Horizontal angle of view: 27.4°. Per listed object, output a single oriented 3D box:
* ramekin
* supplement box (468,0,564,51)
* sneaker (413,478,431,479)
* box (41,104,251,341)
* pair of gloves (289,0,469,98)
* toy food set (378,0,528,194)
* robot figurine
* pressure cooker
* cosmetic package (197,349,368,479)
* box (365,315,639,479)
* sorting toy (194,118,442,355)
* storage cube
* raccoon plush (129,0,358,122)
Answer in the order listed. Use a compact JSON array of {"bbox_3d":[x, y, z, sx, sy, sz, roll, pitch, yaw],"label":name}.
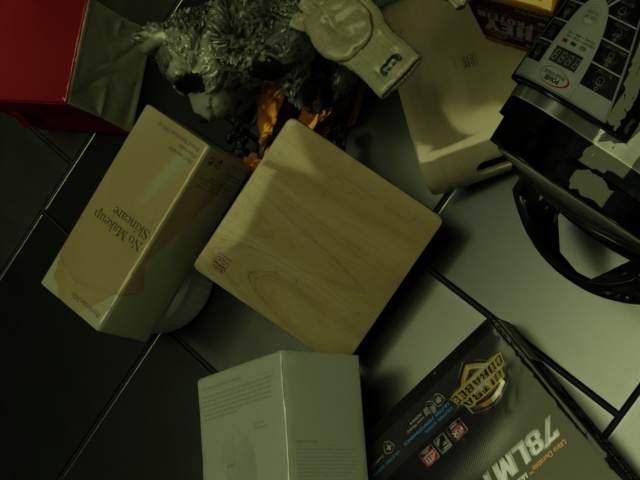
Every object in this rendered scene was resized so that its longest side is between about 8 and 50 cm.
[{"bbox_3d":[-0.263,0.050,2.040,0.207,0.109,0.207,-8,74,28],"label":"ramekin"},{"bbox_3d":[0.293,-0.365,1.712,0.129,0.191,0.194,21,84,21],"label":"supplement box"},{"bbox_3d":[0.116,0.335,1.730,0.083,0.031,0.035,-11,60,25],"label":"sneaker"},{"bbox_3d":[-0.255,-0.022,1.917,0.148,0.121,0.311,33,95,30],"label":"box"},{"bbox_3d":[0.089,-0.317,1.653,0.204,0.042,0.240,39,94,26],"label":"pair of gloves"},{"bbox_3d":[0.222,-0.238,1.857,0.219,0.092,0.306,-18,71,13],"label":"toy food set"},{"bbox_3d":[-0.028,-0.192,1.977,0.211,0.085,0.291,16,86,32],"label":"robot figurine"},{"bbox_3d":[0.413,-0.126,1.550,0.375,0.370,0.420,36,98,13],"label":"pressure cooker"},{"bbox_3d":[-0.054,0.282,1.807,0.224,0.138,0.225,-24,66,51],"label":"cosmetic package"},{"bbox_3d":[0.221,0.304,1.730,0.295,0.073,0.293,-44,60,15],"label":"box"},{"bbox_3d":[0.000,0.000,1.866,0.257,0.089,0.255,34,99,3],"label":"sorting toy"},{"bbox_3d":[-0.420,-0.288,2.165,0.193,0.183,0.215,5,80,29],"label":"storage cube"},{"bbox_3d":[-0.068,-0.373,1.887,0.299,0.216,0.446,22,82,32],"label":"raccoon plush"}]
